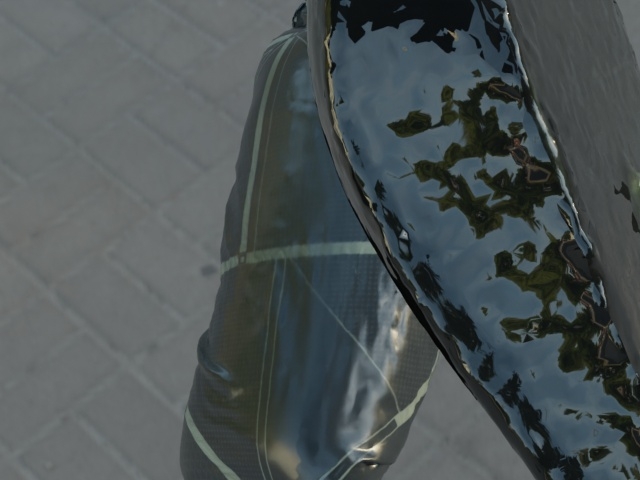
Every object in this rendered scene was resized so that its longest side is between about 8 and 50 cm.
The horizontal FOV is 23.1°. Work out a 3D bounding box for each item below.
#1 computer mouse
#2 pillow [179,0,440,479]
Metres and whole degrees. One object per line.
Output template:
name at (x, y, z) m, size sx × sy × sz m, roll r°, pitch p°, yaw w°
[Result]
computer mouse at (0.069, -0.002, 0.519) m, size 0.087 × 0.295 × 0.168 m, roll -21°, pitch 3°, yaw 23°
pillow at (0.000, 0.000, 0.863) m, size 0.161 × 0.092 × 0.335 m, roll -4°, pitch 71°, yaw 44°
